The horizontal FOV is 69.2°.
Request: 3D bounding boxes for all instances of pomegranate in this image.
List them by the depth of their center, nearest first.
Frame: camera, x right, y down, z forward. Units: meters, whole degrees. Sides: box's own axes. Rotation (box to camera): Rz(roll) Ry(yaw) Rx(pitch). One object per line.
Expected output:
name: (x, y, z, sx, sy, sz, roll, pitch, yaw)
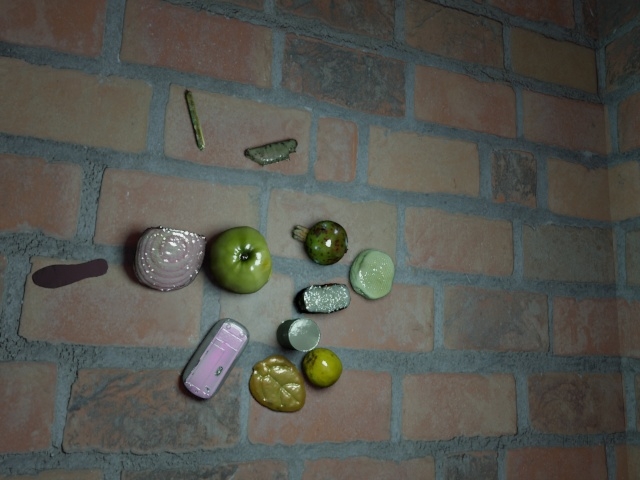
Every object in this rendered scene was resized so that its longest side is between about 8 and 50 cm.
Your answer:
pomegranate: (0.000, 0.000, 1.938, 0.247, 0.202, 0.202, 19, 74, 13)

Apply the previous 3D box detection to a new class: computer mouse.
computer mouse: (-0.399, 0.451, 1.785, 0.158, 0.072, 0.310, 35, 72, -11)

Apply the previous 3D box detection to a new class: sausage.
sausage: (-0.517, -0.499, 1.924, 0.032, 0.033, 0.269, -13, 86, -20)

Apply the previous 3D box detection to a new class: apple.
apple: (-0.304, 0.074, 1.794, 0.279, 0.279, 0.279, 3, 80, -18)

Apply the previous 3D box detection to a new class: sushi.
sushi: (0.008, 0.243, 1.925, 0.224, 0.127, 0.124, -5, 82, -27)

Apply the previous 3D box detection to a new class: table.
table: (-0.091, 0.369, 1.823, 0.126, 0.220, 0.127, 3, 79, -16)

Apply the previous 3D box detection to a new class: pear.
pear: (0.009, 0.513, 1.872, 0.162, 0.149, 0.149, 41, 71, -12)

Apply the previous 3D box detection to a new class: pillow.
pillow: (-0.200, -0.372, 1.998, 0.241, 0.051, 0.093, -17, 82, -21)

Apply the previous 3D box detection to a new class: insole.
insole: (-0.915, 0.121, 1.706, 0.253, 0.005, 0.086, -11, 86, -19)

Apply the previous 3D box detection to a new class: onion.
onion: (-0.583, 0.063, 1.779, 0.250, 0.111, 0.248, 12, 100, -27)

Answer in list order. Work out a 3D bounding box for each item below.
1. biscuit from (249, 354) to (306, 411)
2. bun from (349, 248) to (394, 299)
biscuit: (-0.162, 0.581, 1.859, 0.260, 0.041, 0.203, 45, 71, -5)
bun: (0.219, 0.150, 2.023, 0.221, 0.108, 0.221, 4, 81, -26)
